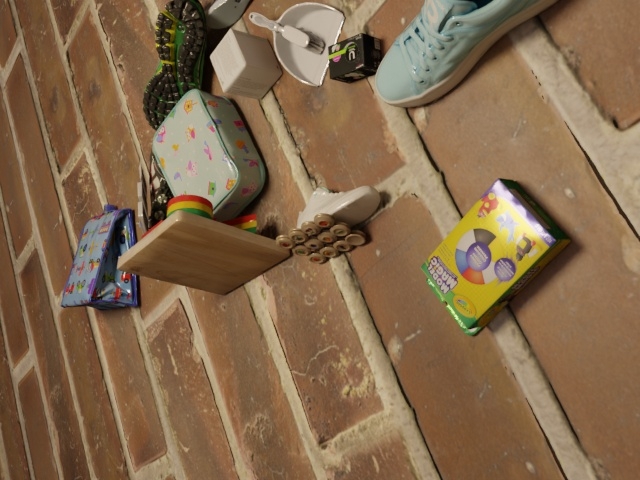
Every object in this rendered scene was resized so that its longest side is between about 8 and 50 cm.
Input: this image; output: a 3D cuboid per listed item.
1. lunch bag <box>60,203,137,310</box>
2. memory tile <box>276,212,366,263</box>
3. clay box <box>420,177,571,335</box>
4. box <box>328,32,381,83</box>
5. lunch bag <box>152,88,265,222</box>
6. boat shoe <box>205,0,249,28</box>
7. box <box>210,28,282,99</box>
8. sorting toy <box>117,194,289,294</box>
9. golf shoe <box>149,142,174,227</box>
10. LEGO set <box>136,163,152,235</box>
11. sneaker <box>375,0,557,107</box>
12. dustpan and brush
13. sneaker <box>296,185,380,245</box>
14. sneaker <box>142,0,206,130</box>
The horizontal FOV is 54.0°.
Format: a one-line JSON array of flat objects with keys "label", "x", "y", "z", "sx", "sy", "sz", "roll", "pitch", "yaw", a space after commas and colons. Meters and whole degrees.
[{"label": "lunch bag", "x": -0.613, "y": 0.041, "z": 1.761, "sx": 0.220, "sy": 0.138, "sz": 0.294, "roll": -11, "pitch": 74, "yaw": 48}, {"label": "memory tile", "x": 0.000, "y": 0.000, "z": 1.141, "sx": 0.148, "sy": 0.113, "sz": 0.012, "roll": -28, "pitch": 45, "yaw": 43}, {"label": "clay box", "x": 0.243, "y": 0.032, "z": 0.932, "sx": 0.222, "sy": 0.053, "sz": 0.127, "roll": -54, "pitch": 55, "yaw": 30}, {"label": "box", "x": 0.061, "y": -0.321, "z": 1.113, "sx": 0.083, "sy": 0.052, "sz": 0.062, "roll": -7, "pitch": 85, "yaw": 44}, {"label": "lunch bag", "x": -0.252, "y": -0.176, "z": 1.384, "sx": 0.224, "sy": 0.107, "sz": 0.279, "roll": -44, "pitch": 63, "yaw": 34}, {"label": "boat shoe", "x": -0.190, "y": -0.544, "z": 1.362, "sx": 0.183, "sy": 0.065, "sz": 0.083, "roll": -33, "pitch": 59, "yaw": 38}, {"label": "box", "x": -0.154, "y": -0.361, "z": 1.293, "sx": 0.087, "sy": 0.101, "sz": 0.102, "roll": -39, "pitch": 64, "yaw": 38}, {"label": "sorting toy", "x": -0.240, "y": 0.006, "z": 1.292, "sx": 0.255, "sy": 0.257, "sz": 0.090, "roll": -30, "pitch": 53, "yaw": 41}, {"label": "golf shoe", "x": -0.369, "y": -0.114, "z": 1.536, "sx": 0.120, "sy": 0.105, "sz": 0.273, "roll": -12, "pitch": 77, "yaw": 63}, {"label": "LEGO set", "x": -0.438, "y": -0.038, "z": 1.545, "sx": 0.244, "sy": 0.060, "sz": 0.183, "roll": 92, "pitch": 167, "yaw": -49}, {"label": "sneaker", "x": 0.187, "y": -0.331, "z": 0.915, "sx": 0.366, "sy": 0.150, "sz": 0.135, "roll": -38, "pitch": 64, "yaw": 39}, {"label": "dustpan and brush", "x": -0.062, "y": -0.406, "z": 1.228, "sx": 0.211, "sy": 0.060, "sz": 0.147, "roll": 38, "pitch": 117, "yaw": 38}, {"label": "sneaker", "x": 0.020, "y": -0.064, "z": 1.148, "sx": 0.212, "sy": 0.080, "sz": 0.094, "roll": -32, "pitch": 57, "yaw": 42}, {"label": "sneaker", "x": -0.320, "y": -0.398, "z": 1.469, "sx": 0.146, "sy": 0.134, "sz": 0.344, "roll": -83, "pitch": 12, "yaw": -57}]
